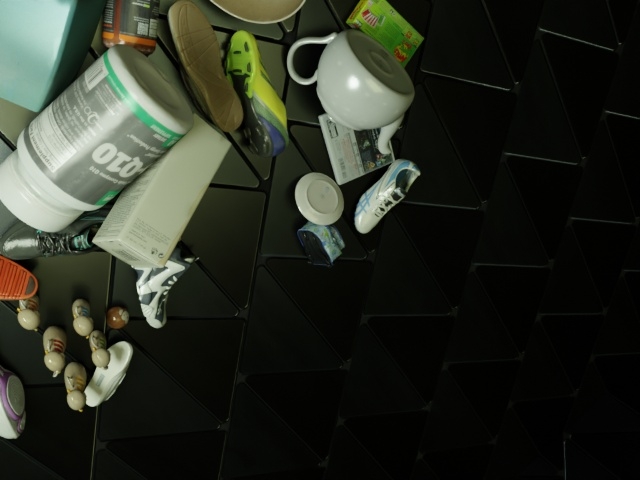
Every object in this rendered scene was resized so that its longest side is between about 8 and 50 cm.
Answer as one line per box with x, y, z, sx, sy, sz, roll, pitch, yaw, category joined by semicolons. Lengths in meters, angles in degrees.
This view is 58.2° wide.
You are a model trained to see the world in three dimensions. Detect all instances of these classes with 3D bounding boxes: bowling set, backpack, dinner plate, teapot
-0.535;0.215;1.300;0.200;0.154;0.287;-28;119;-13;bowling set
0.000;0.000;1.499;0.084;0.105;0.114;-45;121;-30;backpack
0.002;-0.108;1.461;0.141;0.017;0.141;10;69;-28;dinner plate
0.078;-0.354;1.348;0.252;0.256;0.187;2;145;-47;teapot

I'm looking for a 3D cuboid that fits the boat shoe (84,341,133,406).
-0.508;0.326;1.412;0.184;0.066;0.063;-63;165;5;boat shoe

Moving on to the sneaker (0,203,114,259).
-0.551;-0.014;1.234;0.267;0.106;0.101;-18;118;-16;sneaker

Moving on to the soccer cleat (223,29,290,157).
-0.140;-0.337;1.326;0.121;0.093;0.289;-35;120;-45;soccer cleat

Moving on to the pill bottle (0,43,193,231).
-0.443;-0.189;1.119;0.361;0.204;0.204;-37;122;14;pill bottle

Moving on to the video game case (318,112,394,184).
0.097;-0.262;1.488;0.173;0.022;0.190;-24;117;-14;video game case

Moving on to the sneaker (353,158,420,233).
0.176;-0.117;1.543;0.085;0.086;0.237;35;94;-33;sneaker

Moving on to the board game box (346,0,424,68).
0.159;-0.514;1.406;0.181;0.043;0.092;32;94;-31;board game box

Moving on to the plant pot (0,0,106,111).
-0.525;-0.373;1.058;0.165;0.165;0.234;23;116;-10;plant pot

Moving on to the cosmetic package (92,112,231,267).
-0.330;-0.102;1.205;0.113;0.160;0.309;39;66;-32;cosmetic package

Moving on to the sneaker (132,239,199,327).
-0.357;0.090;1.369;0.153;0.094;0.235;-12;104;-11;sneaker

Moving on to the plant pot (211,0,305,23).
-0.114;-0.611;1.138;0.284;0.284;0.191;47;51;-31;plant pot

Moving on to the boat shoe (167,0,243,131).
-0.261;-0.367;1.238;0.103;0.092;0.285;-45;127;-30;boat shoe

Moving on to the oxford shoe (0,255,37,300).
-0.736;0.079;1.195;0.271;0.097;0.098;16;145;-21;oxford shoe

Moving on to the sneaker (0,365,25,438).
-0.773;0.325;1.276;0.152;0.114;0.305;-22;114;-1;sneaker

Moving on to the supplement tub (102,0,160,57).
-0.379;-0.442;1.148;0.106;0.106;0.198;3;108;-26;supplement tub
